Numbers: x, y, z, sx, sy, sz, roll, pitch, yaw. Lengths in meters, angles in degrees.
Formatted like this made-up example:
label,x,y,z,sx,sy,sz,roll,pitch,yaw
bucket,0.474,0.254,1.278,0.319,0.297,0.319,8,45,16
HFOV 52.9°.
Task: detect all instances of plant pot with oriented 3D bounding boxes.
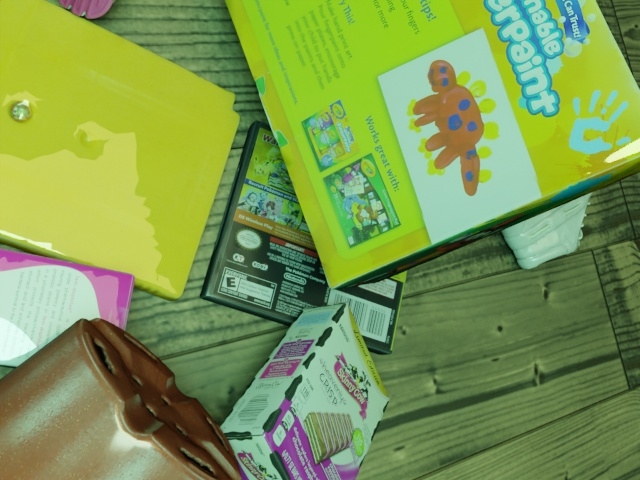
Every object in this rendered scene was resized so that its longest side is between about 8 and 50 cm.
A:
label,x,y,z,sx,sy,sz,roll,pitch,yaw
plant pot,-0.227,0.226,0.542,0.265,0.272,0.272,-42,100,-5

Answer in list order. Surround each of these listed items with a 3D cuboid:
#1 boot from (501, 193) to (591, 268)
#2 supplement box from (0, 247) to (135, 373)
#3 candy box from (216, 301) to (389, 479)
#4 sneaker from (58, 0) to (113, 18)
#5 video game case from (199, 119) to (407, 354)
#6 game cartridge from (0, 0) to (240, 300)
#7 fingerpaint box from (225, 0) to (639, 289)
label,x,y,z,sx,sy,sz,roll,pitch,yaw
boot,0.402,-0.049,1.065,0.258,0.095,0.124,-27,98,-20
supplement box,-0.318,0.074,0.662,0.219,0.114,0.111,14,73,-22
candy box,-0.008,0.201,0.738,0.159,0.071,0.233,66,32,-20
sneaker,-0.325,-0.371,0.764,0.252,0.103,0.111,39,41,-5
video game case,0.000,0.000,0.879,0.274,0.035,0.249,20,72,-21
game cartridge,-0.276,-0.111,0.761,0.323,0.052,0.286,24,70,-23
fingerpaint box,0.120,-0.217,0.758,0.163,0.371,0.445,3,64,-65
